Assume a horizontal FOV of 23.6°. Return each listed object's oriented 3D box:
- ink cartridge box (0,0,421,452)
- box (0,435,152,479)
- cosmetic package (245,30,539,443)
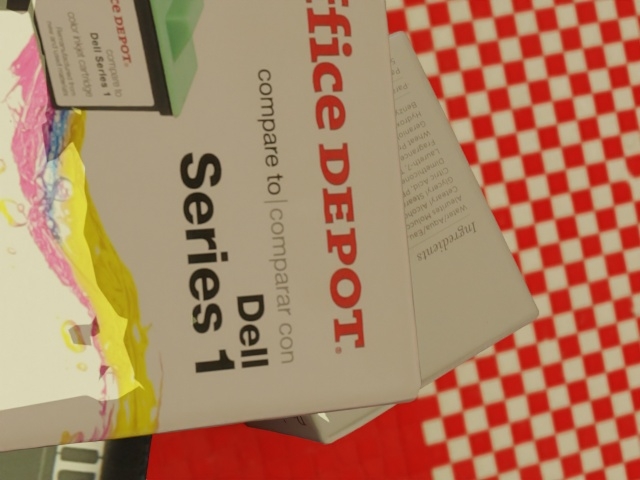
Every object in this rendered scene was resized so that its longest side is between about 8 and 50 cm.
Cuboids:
[{"bbox_3d":[-0.114,-0.026,0.567,0.278,0.117,0.201,-4,88,-22],"label":"ink cartridge box"},{"bbox_3d":[-0.345,0.134,0.692,0.472,0.297,0.479,9,85,-21],"label":"box"},{"bbox_3d":[0.000,0.000,0.892,0.151,0.151,0.183,-28,96,-18],"label":"cosmetic package"}]
